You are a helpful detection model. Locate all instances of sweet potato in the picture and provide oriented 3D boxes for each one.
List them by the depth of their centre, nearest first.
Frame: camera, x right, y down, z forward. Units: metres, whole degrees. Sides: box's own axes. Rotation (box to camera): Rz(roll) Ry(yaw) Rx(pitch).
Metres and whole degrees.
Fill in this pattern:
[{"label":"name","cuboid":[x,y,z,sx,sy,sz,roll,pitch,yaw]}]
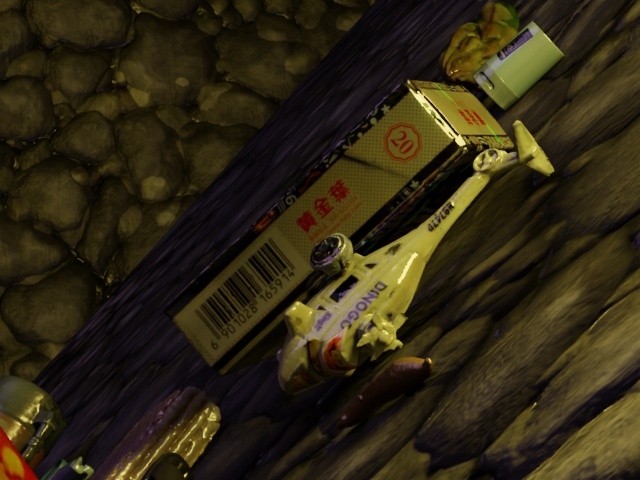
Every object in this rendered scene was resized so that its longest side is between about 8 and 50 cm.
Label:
[{"label":"sweet potato","cuboid":[0.048,0.109,1.276,0.115,0.026,0.026,-41,10,44]}]

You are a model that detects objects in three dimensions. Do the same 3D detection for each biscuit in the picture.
[{"label":"biscuit","cuboid":[-0.188,0.242,1.643,0.239,0.062,0.108,-51,8,-37]}]

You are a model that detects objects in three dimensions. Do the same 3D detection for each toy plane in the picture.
[{"label":"toy plane","cuboid":[0.069,0.018,1.415,0.286,0.092,0.108,-47,30,-9]}]

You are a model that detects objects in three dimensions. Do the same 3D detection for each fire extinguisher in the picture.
[{"label":"fire extinguisher","cuboid":[-0.443,0.329,2.122,0.376,0.113,0.200,-57,10,-33]}]

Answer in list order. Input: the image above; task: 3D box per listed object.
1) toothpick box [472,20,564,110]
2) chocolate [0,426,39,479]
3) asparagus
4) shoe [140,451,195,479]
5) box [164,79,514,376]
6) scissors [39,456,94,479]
[{"label":"toothpick box","cuboid":[0.202,-0.179,1.775,0.083,0.052,0.052,-43,9,10]},{"label":"chocolate","cuboid":[-0.281,0.274,1.414,0.108,0.234,0.237,-30,11,11]},{"label":"asparagus","cuboid":[0.182,-0.214,1.970,0.080,0.080,0.287,-42,1,23]},{"label":"shoe","cuboid":[-0.132,0.236,1.427,0.053,0.062,0.159,-21,22,40]},{"label":"box","cuboid":[0.021,-0.012,1.575,0.310,0.084,0.198,-43,-10,16]},{"label":"scissors","cuboid":[-0.324,0.300,2.099,0.125,0.030,0.256,-50,6,-28]}]
